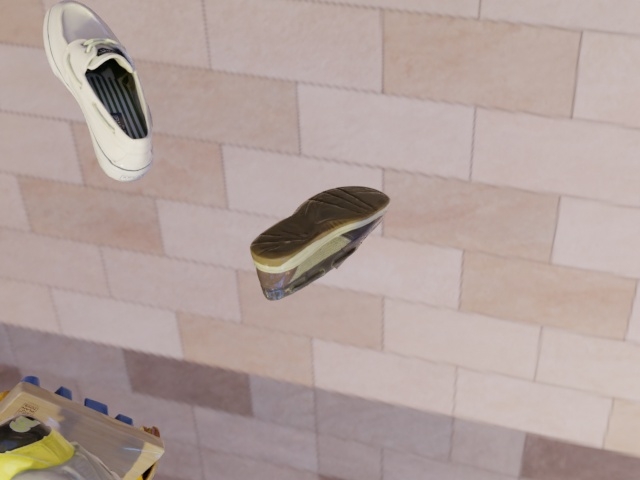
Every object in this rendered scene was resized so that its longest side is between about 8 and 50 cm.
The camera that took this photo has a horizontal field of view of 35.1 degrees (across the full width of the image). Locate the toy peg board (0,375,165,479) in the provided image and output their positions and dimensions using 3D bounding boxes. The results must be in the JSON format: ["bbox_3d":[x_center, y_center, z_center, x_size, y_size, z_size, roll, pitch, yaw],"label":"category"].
[{"bbox_3d":[-0.264,0.193,0.968,0.161,0.079,0.160,32,113,-35],"label":"toy peg board"}]

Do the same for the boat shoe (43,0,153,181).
[{"bbox_3d":[-0.219,-0.172,1.045,0.226,0.083,0.076,61,146,18],"label":"boat shoe"}]

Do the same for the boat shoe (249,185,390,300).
[{"bbox_3d":[0.000,0.001,1.185,0.080,0.223,0.073,23,125,31],"label":"boat shoe"}]

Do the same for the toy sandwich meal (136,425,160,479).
[{"bbox_3d":[-0.211,0.250,1.149,0.029,0.086,0.085,33,135,-31],"label":"toy sandwich meal"}]

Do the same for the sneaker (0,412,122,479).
[{"bbox_3d":[-0.267,0.264,0.777,0.384,0.145,0.147,-42,83,27],"label":"sneaker"}]
